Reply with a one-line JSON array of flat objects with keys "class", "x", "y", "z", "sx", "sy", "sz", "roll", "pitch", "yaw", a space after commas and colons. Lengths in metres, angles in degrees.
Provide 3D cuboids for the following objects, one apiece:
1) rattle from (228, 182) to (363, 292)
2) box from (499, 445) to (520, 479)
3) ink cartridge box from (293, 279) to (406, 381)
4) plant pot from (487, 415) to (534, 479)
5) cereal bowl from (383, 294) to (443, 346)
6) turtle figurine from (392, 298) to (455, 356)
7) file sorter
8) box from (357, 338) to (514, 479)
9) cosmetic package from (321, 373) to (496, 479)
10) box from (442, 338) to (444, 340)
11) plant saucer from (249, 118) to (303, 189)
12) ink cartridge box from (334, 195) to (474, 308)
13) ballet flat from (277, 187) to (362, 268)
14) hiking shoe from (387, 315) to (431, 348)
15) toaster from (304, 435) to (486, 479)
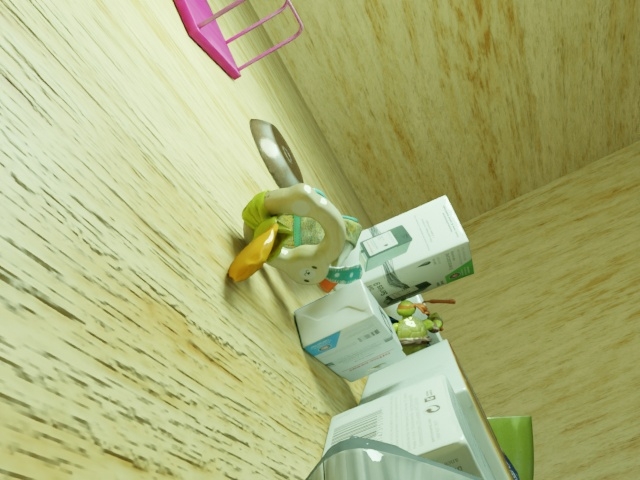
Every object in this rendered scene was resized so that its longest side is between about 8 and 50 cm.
[{"class": "rattle", "x": -0.016, "y": 0.041, "z": 0.571, "sx": 0.142, "sy": 0.130, "sz": 0.199, "roll": -108, "pitch": 174, "yaw": -52}, {"class": "box", "x": 0.451, "y": 0.566, "z": 1.196, "sx": 0.136, "sy": 0.037, "sz": 0.225, "roll": 57, "pitch": 13, "yaw": 5}, {"class": "ink cartridge box", "x": 0.048, "y": 0.137, "z": 0.688, "sx": 0.180, "sy": 0.104, "sz": 0.060, "roll": 53, "pitch": 14, "yaw": -52}, {"class": "plant pot", "x": 0.534, "y": 0.702, "z": 1.469, "sx": 0.275, "sy": 0.275, "sz": 0.293, "roll": 46, "pitch": 37, "yaw": -62}, {"class": "cereal bowl", "x": 0.274, "y": 0.248, "z": 1.502, "sx": 0.338, "sy": 0.141, "sz": 0.339, "roll": 60, "pitch": 11, "yaw": -19}, {"class": "turtle figurine", "x": 0.200, "y": 0.217, "z": 1.005, "sx": 0.087, "sy": 0.270, "sz": 0.217, "roll": -14, "pitch": -100, "yaw": 61}, {"class": "file sorter", "x": -0.182, "y": -0.509, "z": 0.912, "sx": 0.290, "sy": 0.182, "sz": 0.202, "roll": 65, "pitch": 10, "yaw": 8}, {"class": "box", "x": 0.180, "y": 0.311, "z": 0.745, "sx": 0.214, "sy": 0.168, "sz": 0.345, "roll": 65, "pitch": 9, "yaw": 5}, {"class": "cosmetic package", "x": 0.106, "y": 0.271, "z": 0.494, "sx": 0.183, "sy": 0.152, "sz": 0.151, "roll": 64, "pitch": 10, "yaw": -3}, {"class": "box", "x": 0.397, "y": 0.458, "z": 1.609, "sx": 0.121, "sy": 0.148, "sz": 0.311, "roll": 63, "pitch": 8, "yaw": -3}, {"class": "plant saucer", "x": -0.083, "y": -0.174, "z": 1.009, "sx": 0.198, "sy": 0.036, "sz": 0.198, "roll": 61, "pitch": 10, "yaw": -19}, {"class": "ink cartridge box", "x": 0.176, "y": 0.047, "z": 1.064, "sx": 0.211, "sy": 0.289, "sz": 0.121, "roll": 47, "pitch": 22, "yaw": -60}, {"class": "ballet flat", "x": 0.000, "y": 0.000, "z": 0.823, "sx": 0.123, "sy": 0.123, "sz": 0.348, "roll": 66, "pitch": 9, "yaw": 12}, {"class": "hiking shoe", "x": 0.222, "y": 0.298, "z": 1.190, "sx": 0.132, "sy": 0.113, "sz": 0.304, "roll": 41, "pitch": -23, "yaw": 48}, {"class": "toaster", "x": 0.079, "y": 0.247, "z": 0.320, "sx": 0.227, "sy": 0.129, "sz": 0.146, "roll": 25, "pitch": 27, "yaw": -12}]
